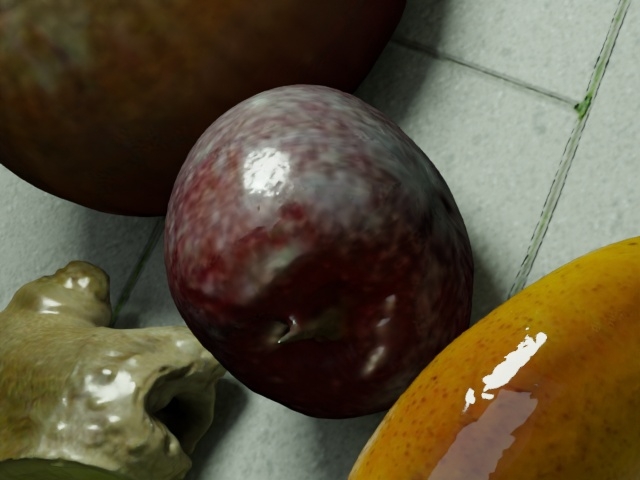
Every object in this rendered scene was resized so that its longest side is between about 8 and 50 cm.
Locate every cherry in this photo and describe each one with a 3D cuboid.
[{"bbox_3d":[0.000,0.000,1.407,0.203,0.230,0.300,-39,26,27],"label":"cherry"}]

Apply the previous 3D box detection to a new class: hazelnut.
[{"bbox_3d":[-0.132,-0.225,1.601,0.409,0.359,0.359,-43,43,0],"label":"hazelnut"}]

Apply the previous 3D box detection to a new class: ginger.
[{"bbox_3d":[-0.189,0.114,1.579,0.275,0.130,0.221,-15,47,29],"label":"ginger"}]

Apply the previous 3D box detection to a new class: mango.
[{"bbox_3d":[0.171,0.120,1.220,0.350,0.199,0.201,-42,72,-3],"label":"mango"}]
